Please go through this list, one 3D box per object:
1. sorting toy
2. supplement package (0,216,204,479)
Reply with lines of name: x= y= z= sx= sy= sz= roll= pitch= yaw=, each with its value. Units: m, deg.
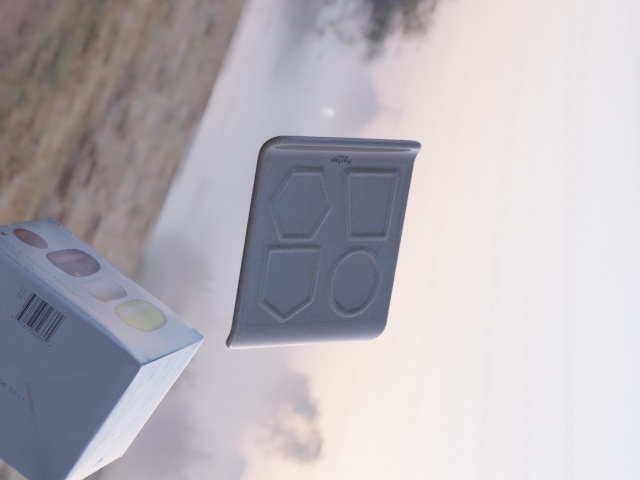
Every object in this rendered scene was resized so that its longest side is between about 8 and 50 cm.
sorting toy: x=0.000 y=0.000 z=1.816 sx=0.038 sy=0.193 sz=0.208 roll=27 pitch=-69 yaw=45
supplement package: x=-0.241 y=0.097 z=1.722 sx=0.149 sy=0.194 sz=0.203 roll=-54 pitch=173 yaw=10
